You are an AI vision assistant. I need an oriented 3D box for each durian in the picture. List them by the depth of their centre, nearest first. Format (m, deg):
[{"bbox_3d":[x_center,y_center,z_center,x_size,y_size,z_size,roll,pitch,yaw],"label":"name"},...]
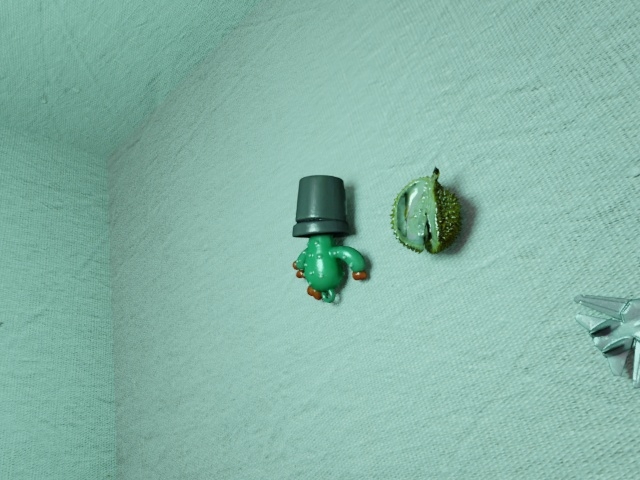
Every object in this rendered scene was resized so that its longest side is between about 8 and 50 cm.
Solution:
[{"bbox_3d":[0.307,-0.077,1.269,0.193,0.137,0.237,22,95,44],"label":"durian"}]

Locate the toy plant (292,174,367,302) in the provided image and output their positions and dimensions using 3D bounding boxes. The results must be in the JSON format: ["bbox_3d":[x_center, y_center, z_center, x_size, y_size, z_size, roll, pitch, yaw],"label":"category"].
[{"bbox_3d":[0.013,0.000,1.469,0.279,0.185,0.400,-2,84,18],"label":"toy plant"}]

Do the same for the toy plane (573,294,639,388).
[{"bbox_3d":[0.687,0.155,0.934,0.267,0.088,0.212,-34,59,18],"label":"toy plane"}]
